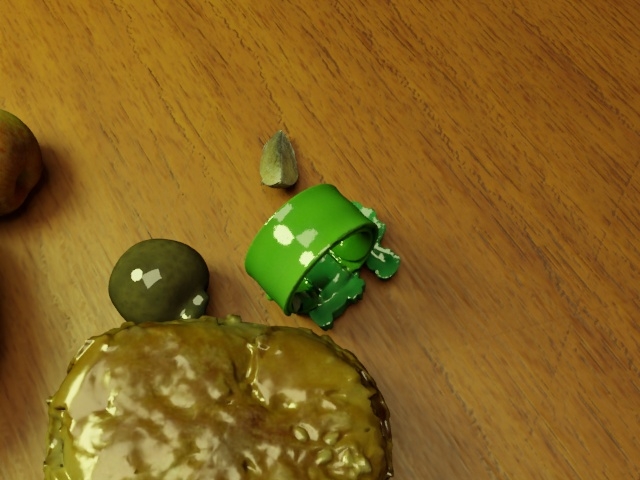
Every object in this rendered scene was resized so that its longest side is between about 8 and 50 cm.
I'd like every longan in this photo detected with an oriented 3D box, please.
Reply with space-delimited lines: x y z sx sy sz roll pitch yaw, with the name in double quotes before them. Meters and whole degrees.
"longan" -0.168 0.051 0.754 0.119 0.106 0.106 34 72 25

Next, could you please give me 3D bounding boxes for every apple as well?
"apple" -0.388 -0.094 0.820 0.102 0.126 0.126 23 69 6

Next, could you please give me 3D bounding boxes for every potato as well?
"potato" -0.050 -0.088 0.850 0.037 0.036 0.093 -31 41 28

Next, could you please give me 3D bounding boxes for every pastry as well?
"pastry" -0.092 0.194 0.653 0.310 0.162 0.255 12 56 -2

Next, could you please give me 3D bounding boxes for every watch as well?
"watch" 0.000 0.000 0.741 0.165 0.152 0.131 -39 67 -12
